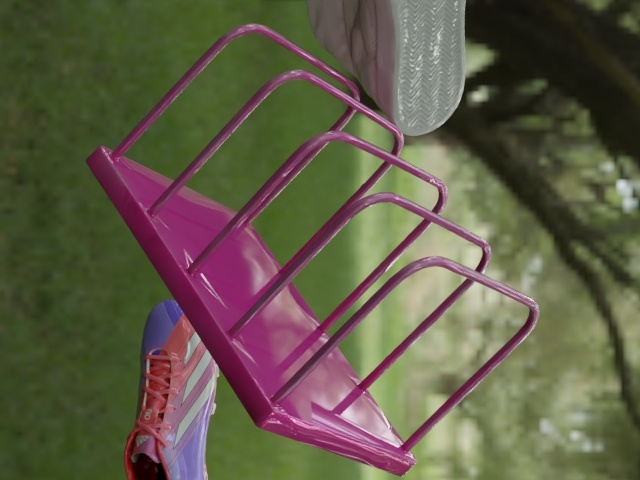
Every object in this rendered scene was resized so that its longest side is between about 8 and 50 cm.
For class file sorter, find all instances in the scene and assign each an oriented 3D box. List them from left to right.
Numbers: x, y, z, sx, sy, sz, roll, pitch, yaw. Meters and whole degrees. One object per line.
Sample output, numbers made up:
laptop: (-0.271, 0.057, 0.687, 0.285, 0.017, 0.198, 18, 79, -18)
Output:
file sorter: (0.000, 0.000, 1.482, 0.202, 0.182, 0.290, 26, 23, -53)

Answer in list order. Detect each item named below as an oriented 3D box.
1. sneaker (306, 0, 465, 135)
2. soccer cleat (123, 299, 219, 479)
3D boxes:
sneaker: (0.049, -0.249, 1.585, 0.169, 0.108, 0.292, 46, -39, 42)
soccer cleat: (-0.156, 0.178, 1.928, 0.095, 0.083, 0.248, 17, 69, -57)
